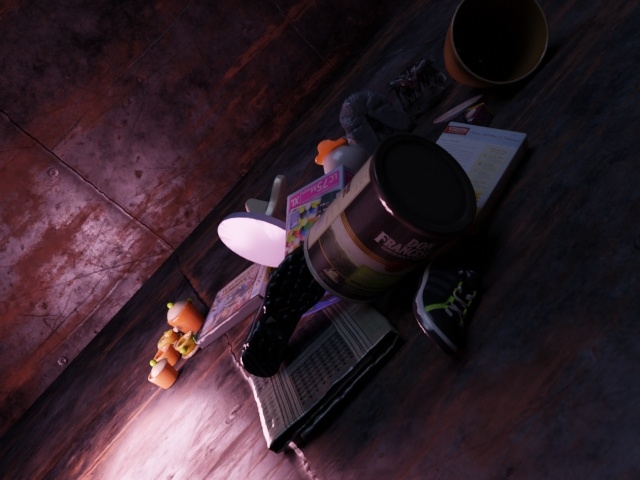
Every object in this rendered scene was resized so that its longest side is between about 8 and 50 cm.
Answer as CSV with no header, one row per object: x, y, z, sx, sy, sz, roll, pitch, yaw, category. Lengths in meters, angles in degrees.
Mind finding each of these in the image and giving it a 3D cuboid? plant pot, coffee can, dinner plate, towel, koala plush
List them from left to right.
-0.003,0.240,1.214,0.312,0.056,0.324,-43,17,-1,towel
0.139,-0.351,1.924,0.196,0.203,0.221,-47,7,-4,koala plush
0.116,-0.031,1.131,0.275,0.202,0.201,-48,11,50,coffee can
0.358,-0.335,1.614,0.141,0.017,0.141,-30,8,5,dinner plate
0.408,-0.487,1.585,0.237,0.237,0.254,-47,5,-4,plant pot

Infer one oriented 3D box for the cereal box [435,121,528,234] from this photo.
0.283,-0.131,1.238,0.173,0.047,0.240,19,61,36,cereal box

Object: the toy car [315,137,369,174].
0.068,-0.153,1.554,0.210,0.238,0.219,-35,21,30,toy car

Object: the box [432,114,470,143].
0.287,-0.201,1.443,0.162,0.029,0.116,-44,32,26,box

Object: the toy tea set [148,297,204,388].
-0.462,0.303,1.916,0.200,0.124,0.336,-44,19,6,toy tea set

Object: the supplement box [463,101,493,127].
0.366,-0.280,1.486,0.055,0.043,0.083,-15,36,54,supplement box

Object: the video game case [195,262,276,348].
-0.244,0.170,1.866,0.275,0.035,0.248,-37,21,25,video game case

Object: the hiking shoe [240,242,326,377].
-0.079,0.126,1.283,0.304,0.113,0.132,-59,12,1,hiking shoe

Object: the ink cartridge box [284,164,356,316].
0.000,0.000,1.382,0.186,0.065,0.310,-27,50,37,ink cartridge box

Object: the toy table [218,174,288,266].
-0.133,-0.044,1.782,0.252,0.275,0.160,98,-162,-46,toy table

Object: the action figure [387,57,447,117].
0.296,-0.469,1.883,0.164,0.141,0.275,-38,5,17,action figure

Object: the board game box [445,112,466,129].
0.350,-0.286,1.567,0.090,0.020,0.090,-18,33,55,board game box

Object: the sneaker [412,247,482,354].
0.212,0.081,1.009,0.097,0.084,0.234,-35,22,26,sneaker
